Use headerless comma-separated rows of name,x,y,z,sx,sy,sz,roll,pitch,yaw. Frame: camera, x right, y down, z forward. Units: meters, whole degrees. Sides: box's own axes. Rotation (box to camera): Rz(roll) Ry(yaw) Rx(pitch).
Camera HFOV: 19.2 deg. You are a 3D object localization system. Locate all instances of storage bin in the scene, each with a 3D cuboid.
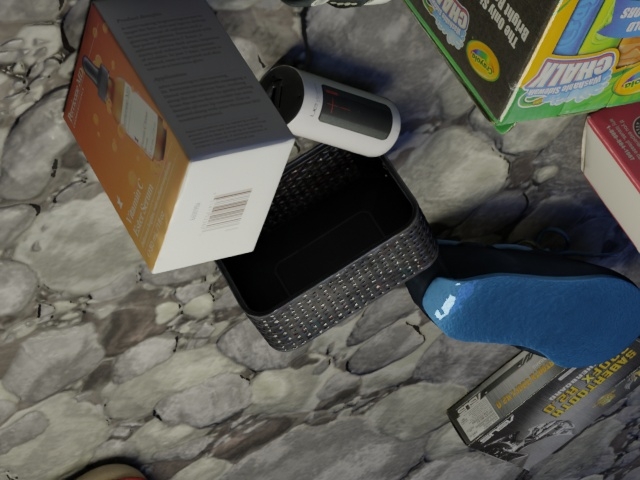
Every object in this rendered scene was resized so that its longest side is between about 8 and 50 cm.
storage bin,0.000,0.000,1.691,0.180,0.122,0.084,-32,149,1

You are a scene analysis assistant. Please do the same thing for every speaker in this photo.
speaker,0.007,-0.109,1.607,0.055,0.055,0.136,-46,146,23

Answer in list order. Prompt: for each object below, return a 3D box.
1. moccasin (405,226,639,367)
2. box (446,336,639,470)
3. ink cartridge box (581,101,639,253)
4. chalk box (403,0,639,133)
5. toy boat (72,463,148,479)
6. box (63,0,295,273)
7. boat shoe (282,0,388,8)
moccasin,0.219,0.042,1.965,0.342,0.117,0.137,18,112,-47
box,0.286,0.175,2.265,0.231,0.056,0.183,-40,148,14
ink cartridge box,0.432,-0.084,1.875,0.283,0.207,0.117,-27,151,-10
chalk box,0.191,-0.215,1.500,0.179,0.180,0.289,-12,145,-30
toy boat,-0.208,0.344,1.973,0.151,0.151,0.231,-30,149,-3
box,-0.110,-0.085,1.422,0.091,0.170,0.130,-14,145,-30
boat shoe,0.052,-0.276,1.349,0.091,0.114,0.302,-16,146,-36
